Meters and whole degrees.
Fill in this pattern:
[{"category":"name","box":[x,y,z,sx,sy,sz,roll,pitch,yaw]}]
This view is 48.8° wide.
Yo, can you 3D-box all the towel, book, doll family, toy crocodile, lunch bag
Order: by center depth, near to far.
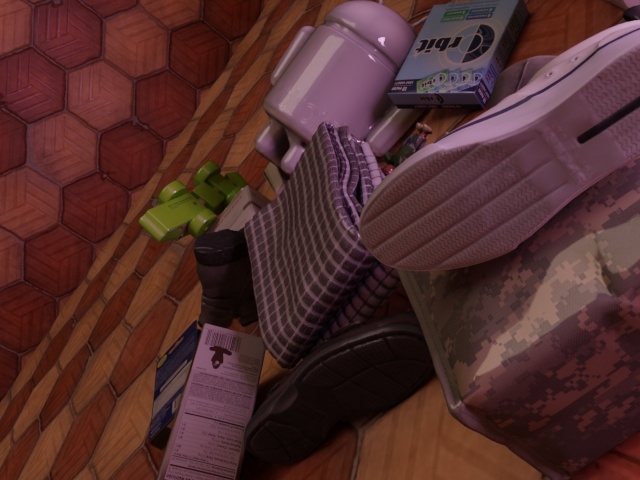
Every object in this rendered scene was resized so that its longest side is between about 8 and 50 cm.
[{"category":"lunch bag","box":[0.196,0.008,0.591,0.235,0.169,0.287,-44,30,20]},{"category":"doll family","box":[0.148,-0.080,0.927,0.111,0.076,0.193,-50,26,-1]},{"category":"towel","box":[0.000,0.000,0.939,0.235,0.121,0.284,-58,29,31]},{"category":"book","box":[-0.048,-0.092,1.284,0.035,0.096,0.144,-53,22,10]},{"category":"toy crocodile","box":[-0.251,-0.073,1.482,0.105,0.115,0.340,-56,-8,34]}]

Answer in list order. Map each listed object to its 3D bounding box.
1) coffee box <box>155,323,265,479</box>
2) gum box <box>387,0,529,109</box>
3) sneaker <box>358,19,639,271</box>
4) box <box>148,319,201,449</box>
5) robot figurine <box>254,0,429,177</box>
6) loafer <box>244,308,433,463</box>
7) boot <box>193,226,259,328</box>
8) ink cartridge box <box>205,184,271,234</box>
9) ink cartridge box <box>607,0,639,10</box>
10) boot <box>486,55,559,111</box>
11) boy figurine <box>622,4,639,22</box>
[{"category":"coffee box","box":[-0.151,0.256,0.950,0.247,0.098,0.141,-81,9,-46]},{"category":"gum box","box":[0.207,-0.282,1.066,0.156,0.041,0.184,11,67,43]},{"category":"sneaker","box":[0.145,-0.061,0.497,0.258,0.094,0.091,-29,13,24]},{"category":"box","box":[-0.253,0.253,1.280,0.136,0.036,0.225,-47,25,16]},{"category":"robot figurine","box":[0.041,-0.260,1.212,0.300,0.199,0.354,38,93,26]},{"category":"loafer","box":[0.014,0.156,0.824,0.302,0.109,0.095,-43,22,32]},{"category":"boot","box":[-0.094,0.050,1.158,0.083,0.246,0.161,39,138,50]},{"category":"ink cartridge box","box":[-0.146,0.011,1.337,0.159,0.092,0.218,-50,25,14]},{"category":"ink cartridge box","box":[0.355,-0.420,0.869,0.171,0.168,0.233,-45,25,19]},{"category":"boot","box":[0.254,-0.134,0.812,0.189,0.076,0.208,1,43,44]},{"category":"boy figurine","box":[0.430,-0.290,0.650,0.285,0.092,0.177,-50,23,21]}]
